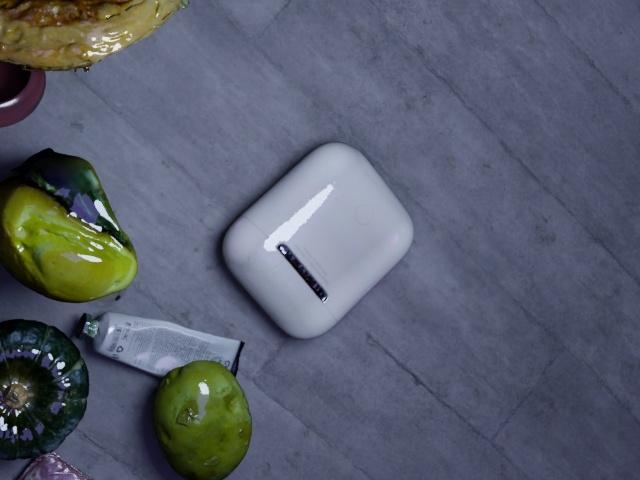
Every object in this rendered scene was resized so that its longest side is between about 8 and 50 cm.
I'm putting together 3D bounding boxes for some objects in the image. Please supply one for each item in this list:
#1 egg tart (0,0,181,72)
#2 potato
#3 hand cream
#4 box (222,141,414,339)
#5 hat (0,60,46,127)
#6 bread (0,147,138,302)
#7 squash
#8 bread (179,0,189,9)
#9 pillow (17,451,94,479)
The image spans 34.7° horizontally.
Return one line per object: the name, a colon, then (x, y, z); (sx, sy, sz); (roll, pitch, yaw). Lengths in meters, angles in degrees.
egg tart: (-0.443, -0.423, 1.720); (0.443, 0.178, 0.443); (3, 53, -4)
potato: (-0.225, 0.341, 1.950); (0.186, 0.148, 0.253); (-10, 114, -35)
hand cream: (-0.303, 0.209, 1.963); (0.336, 0.076, 0.121); (20, 94, -27)
box: (0.000, 0.000, 2.002); (0.349, 0.141, 0.289); (-43, 109, -11)
hat: (-0.578, -0.281, 1.778); (0.205, 0.089, 0.205); (7, 66, -16)
bread: (-0.441, -0.018, 1.708); (0.208, 0.376, 0.251); (-33, 107, -17)
squash: (-0.538, 0.262, 1.822); (0.252, 0.165, 0.252); (-3, 100, -19)
bread: (-0.311, -0.488, 1.863); (0.110, 0.103, 0.156); (-18, 95, -5)
pillow: (-0.482, 0.476, 1.934); (0.185, 0.043, 0.118); (41, 88, -16)
